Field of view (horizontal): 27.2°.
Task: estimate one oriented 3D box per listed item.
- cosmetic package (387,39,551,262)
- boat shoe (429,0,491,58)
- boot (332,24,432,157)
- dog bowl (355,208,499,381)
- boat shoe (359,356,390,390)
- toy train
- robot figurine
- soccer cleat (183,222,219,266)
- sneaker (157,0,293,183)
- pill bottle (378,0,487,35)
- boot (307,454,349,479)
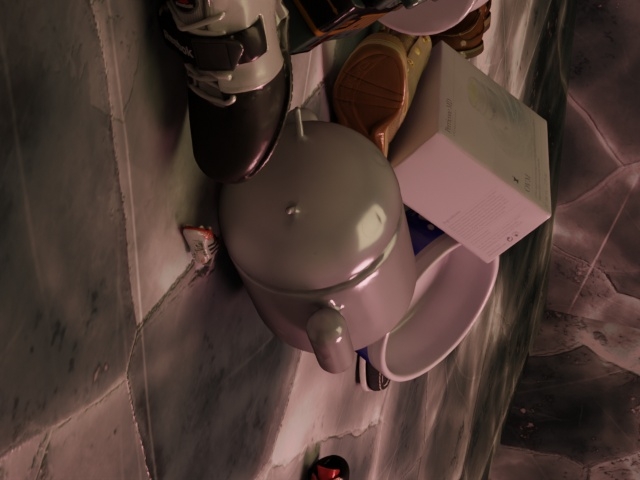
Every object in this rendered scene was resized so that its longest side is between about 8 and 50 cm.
[{"bbox_3d":[0.210,-0.131,1.923,0.138,0.225,0.224,-41,-153,35],"label":"cosmetic package"},{"bbox_3d":[0.216,-0.370,2.133,0.307,0.111,0.104,-66,158,-65],"label":"boat shoe"},{"bbox_3d":[0.092,-0.235,1.786,0.262,0.095,0.203,93,17,-57],"label":"boot"},{"bbox_3d":[0.149,0.080,2.025,0.265,0.104,0.265,-35,145,-29],"label":"dog bowl"},{"bbox_3d":[0.135,0.111,2.200,0.114,0.091,0.302,-7,108,-73],"label":"boat shoe"},{"bbox_3d":[0.035,-0.293,1.452,0.142,0.190,0.334,59,18,-4],"label":"toy train"},{"bbox_3d":[0.000,0.000,1.487,0.353,0.200,0.300,71,7,-60],"label":"robot figurine"},{"bbox_3d":[-0.125,0.005,1.383,0.083,0.029,0.035,52,47,-75],"label":"soccer cleat"},{"bbox_3d":[-0.100,-0.207,1.207,0.146,0.122,0.330,-16,119,-51],"label":"sneaker"},{"bbox_3d":[0.176,-0.423,1.769,0.361,0.204,0.204,-57,154,-52],"label":"pill bottle"},{"bbox_3d":[-0.006,0.442,1.990,0.244,0.088,0.176,-68,162,-55],"label":"boot"}]
